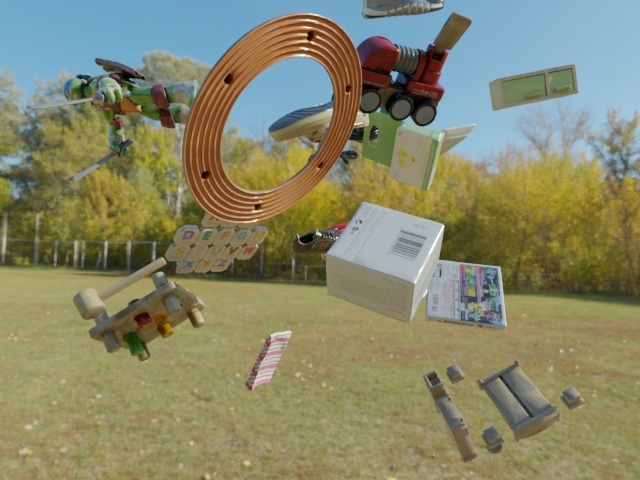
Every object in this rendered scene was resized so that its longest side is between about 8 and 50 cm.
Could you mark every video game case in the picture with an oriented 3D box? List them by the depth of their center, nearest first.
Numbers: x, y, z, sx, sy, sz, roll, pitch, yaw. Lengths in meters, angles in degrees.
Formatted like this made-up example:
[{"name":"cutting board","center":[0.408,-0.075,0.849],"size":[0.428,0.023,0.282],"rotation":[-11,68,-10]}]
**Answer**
[{"name":"video game case","center":[0.353,0.129,1.264],"size":[0.183,0.023,0.201],"rotation":[6,41,9]}]

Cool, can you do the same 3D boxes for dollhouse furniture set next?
[{"name":"dollhouse furniture set","center":[0.538,0.483,1.539],"size":[0.355,0.174,0.303],"rotation":[-25,33,0]}]

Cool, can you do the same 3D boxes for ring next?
[{"name":"ring","center":[-0.065,-0.173,0.777],"size":[0.032,0.337,0.336],"rotation":[40,18,30]}]

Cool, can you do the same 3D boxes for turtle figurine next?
[{"name":"turtle figurine","center":[-0.372,-0.228,1.007],"size":[0.266,0.198,0.275],"rotation":[0,39,-7]}]

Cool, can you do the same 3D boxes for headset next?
[{"name":"headset","center":[0.148,-0.426,1.765],"size":[0.185,0.394,0.243],"rotation":[18,-28,41]}]

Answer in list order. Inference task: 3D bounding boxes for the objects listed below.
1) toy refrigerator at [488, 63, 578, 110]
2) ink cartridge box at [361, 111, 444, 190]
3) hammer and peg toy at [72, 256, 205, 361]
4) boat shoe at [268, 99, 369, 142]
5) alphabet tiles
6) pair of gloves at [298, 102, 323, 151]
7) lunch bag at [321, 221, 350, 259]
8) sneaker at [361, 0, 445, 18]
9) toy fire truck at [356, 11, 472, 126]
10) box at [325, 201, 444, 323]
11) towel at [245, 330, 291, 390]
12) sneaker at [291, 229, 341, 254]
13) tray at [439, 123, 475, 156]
[{"name":"toy refrigerator","center":[0.728,-0.523,1.760],"size":[0.269,0.102,0.094],"rotation":[-11,8,-2]},{"name":"ink cartridge box","center":[0.216,-0.257,1.453],"size":[0.235,0.171,0.056],"rotation":[22,47,19]},{"name":"hammer and peg toy","center":[-0.470,0.197,1.382],"size":[0.265,0.127,0.361],"rotation":[-31,-21,-5]},{"name":"boat shoe","center":[0.006,-0.298,1.336],"size":[0.302,0.098,0.109],"rotation":[-26,28,-29]},{"name":"alphabet tiles","center":[-0.293,0.010,1.478],"size":[0.284,0.021,0.278],"rotation":[0,-40,-42]},{"name":"pair of gloves","center":[-0.006,-0.487,2.226],"size":[0.240,0.204,0.042],"rotation":[-36,-16,-31]},{"name":"lunch bag","center":[0.145,-0.014,1.951],"size":[0.292,0.120,0.258],"rotation":[-13,-7,-17]},{"name":"sneaker","center":[0.218,-0.663,1.354],"size":[0.228,0.132,0.086],"rotation":[-8,20,-7]},{"name":"toy fire truck","center":[0.190,-0.383,1.096],"size":[0.216,0.246,0.159],"rotation":[8,35,-21]},{"name":"box","center":[0.128,0.039,1.018],"size":[0.181,0.119,0.181],"rotation":[17,46,21]},{"name":"towel","center":[-0.162,0.383,1.658],"size":[0.029,0.197,0.144],"rotation":[28,8,21]},{"name":"sneaker","center":[0.000,0.000,1.634],"size":[0.188,0.066,0.071],"rotation":[-12,-40,-20]},{"name":"tray","center":[0.394,-0.312,1.744],"size":[0.145,0.030,0.270],"rotation":[-14,-10,-26]}]
